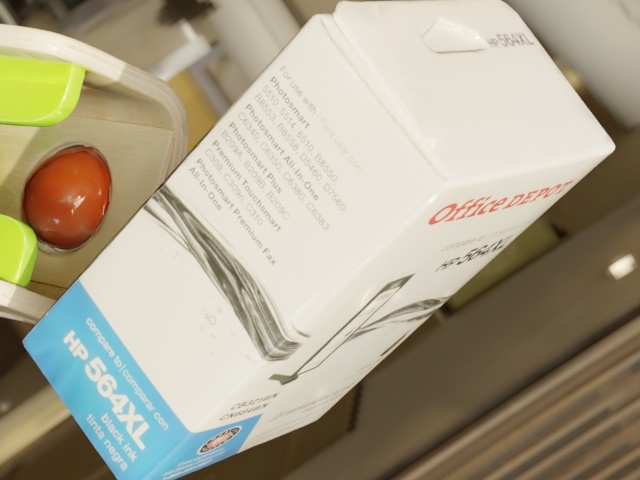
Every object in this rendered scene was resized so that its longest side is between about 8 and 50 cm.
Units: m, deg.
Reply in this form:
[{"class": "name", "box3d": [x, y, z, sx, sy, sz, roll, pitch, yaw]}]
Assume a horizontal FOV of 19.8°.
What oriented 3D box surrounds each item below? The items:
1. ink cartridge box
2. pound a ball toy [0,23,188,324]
[{"class": "ink cartridge box", "box3d": [0.000, 0.000, 0.747, 0.203, 0.086, 0.148, -44, 163, 31]}, {"class": "pound a ball toy", "box3d": [-0.175, -0.072, 0.909, 0.319, 0.208, 0.136, 9, 171, 33]}]
